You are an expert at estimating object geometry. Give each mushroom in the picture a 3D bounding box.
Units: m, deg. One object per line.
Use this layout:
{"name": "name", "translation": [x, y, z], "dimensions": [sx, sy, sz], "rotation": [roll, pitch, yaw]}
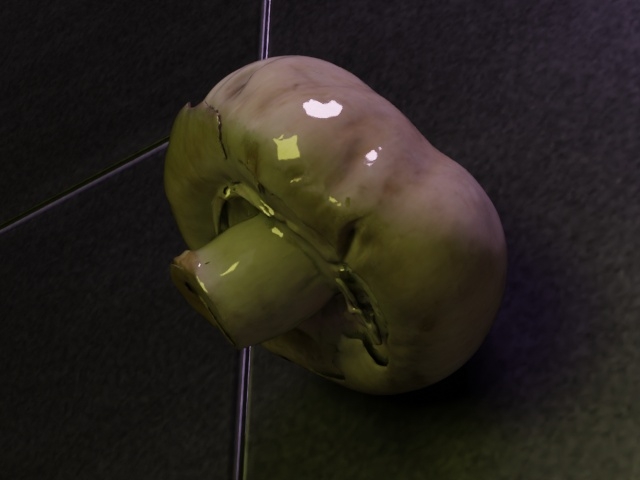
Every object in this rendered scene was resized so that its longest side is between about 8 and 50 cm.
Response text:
{"name": "mushroom", "translation": [0.000, 0.000, 0.644], "dimensions": [0.122, 0.154, 0.154], "rotation": [-37, 31, -27]}
